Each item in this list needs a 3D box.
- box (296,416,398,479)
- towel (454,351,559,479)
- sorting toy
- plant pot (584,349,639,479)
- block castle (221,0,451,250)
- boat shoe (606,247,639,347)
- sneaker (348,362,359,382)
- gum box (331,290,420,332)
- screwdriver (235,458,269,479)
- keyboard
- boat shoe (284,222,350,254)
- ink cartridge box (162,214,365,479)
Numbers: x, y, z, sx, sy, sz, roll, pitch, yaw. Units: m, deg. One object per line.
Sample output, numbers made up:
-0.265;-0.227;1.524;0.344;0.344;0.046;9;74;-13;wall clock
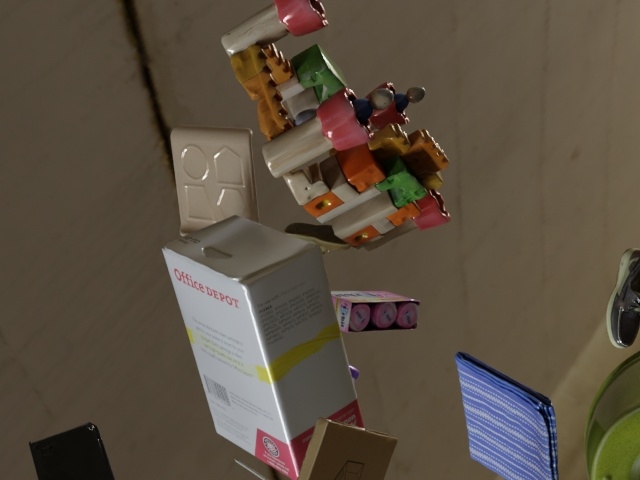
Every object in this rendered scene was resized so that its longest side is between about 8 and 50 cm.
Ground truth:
0.017;0.330;1.388;0.164;0.021;0.201;25;-97;-50;box
0.379;0.391;2.251;0.040;0.243;0.336;-36;-46;-27;towel
-0.187;-0.103;2.011;0.038;0.193;0.208;-17;-71;-51;sorting toy
0.544;0.332;1.633;0.366;0.366;0.353;-65;-22;8;plant pot
0.057;-0.189;1.768;0.213;0.303;0.453;-27;-27;14;block castle
0.462;0.084;1.633;0.056;0.049;0.152;14;-98;-28;boat shoe
-0.006;0.210;2.351;0.104;0.236;0.095;-52;-12;-13;sneaker
0.096;0.138;2.176;0.188;0.107;0.062;1;-82;-38;gum box
-0.056;0.365;1.613;0.024;0.170;0.025;-59;-10;-1;screwdriver
-0.429;0.480;1.862;0.201;0.317;0.033;-17;-24;-11;keyboard
0.000;0.000;2.003;0.050;0.135;0.045;-48;-41;-41;boat shoe
-0.094;0.176;1.882;0.160;0.279;0.384;-27;-64;-28;ink cartridge box
